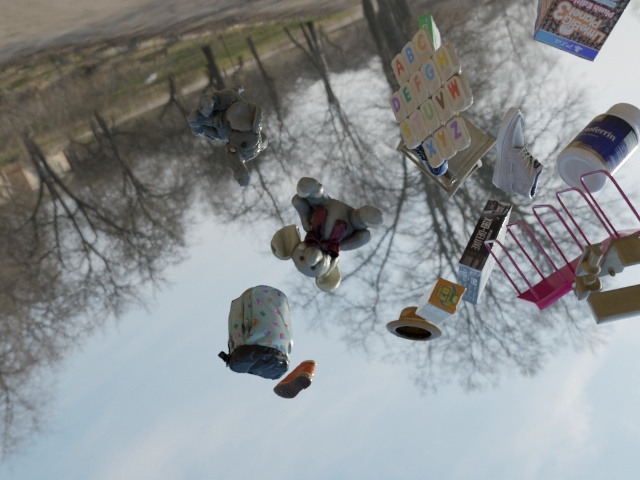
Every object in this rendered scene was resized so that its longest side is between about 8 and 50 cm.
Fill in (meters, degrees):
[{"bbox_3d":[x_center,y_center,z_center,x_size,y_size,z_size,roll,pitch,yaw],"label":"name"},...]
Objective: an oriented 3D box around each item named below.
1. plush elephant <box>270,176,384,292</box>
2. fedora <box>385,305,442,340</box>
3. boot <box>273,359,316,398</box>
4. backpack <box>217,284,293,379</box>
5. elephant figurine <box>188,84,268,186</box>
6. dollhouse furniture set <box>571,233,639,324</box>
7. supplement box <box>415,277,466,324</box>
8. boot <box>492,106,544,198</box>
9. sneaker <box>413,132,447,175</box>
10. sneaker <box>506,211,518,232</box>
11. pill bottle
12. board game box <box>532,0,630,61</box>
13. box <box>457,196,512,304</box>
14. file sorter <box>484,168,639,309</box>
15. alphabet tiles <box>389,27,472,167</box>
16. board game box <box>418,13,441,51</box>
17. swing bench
[{"bbox_3d":[0.000,0.000,1.981,0.255,0.272,0.330,-63,-179,-13],"label":"plush elephant"},{"bbox_3d":[0.301,0.261,2.102,0.194,0.194,0.079,-10,-121,39],"label":"fedora"},{"bbox_3d":[-0.070,0.397,1.887,0.158,0.059,0.084,-35,-162,35],"label":"boot"},{"bbox_3d":[-0.126,0.187,1.379,0.115,0.152,0.182,-33,-132,33],"label":"backpack"},{"bbox_3d":[-0.205,-0.274,1.693,0.186,0.239,0.169,-59,163,16],"label":"elephant figurine"},{"bbox_3d":[0.546,0.096,1.235,0.144,0.123,0.151,-12,-126,-1],"label":"dollhouse furniture set"},{"bbox_3d":[0.312,0.162,1.730,0.078,0.080,0.233,-63,176,-13],"label":"supplement box"},{"bbox_3d":[0.530,-0.224,1.720,0.123,0.258,0.095,28,-121,29],"label":"boot"},{"bbox_3d":[0.291,-0.279,1.895,0.090,0.232,0.081,-36,-156,-27],"label":"sneaker"},{"bbox_3d":[0.660,-0.050,2.404,0.134,0.051,0.070,-42,-179,-11],"label":"sneaker"},{"bbox_3d":[0.805,-0.268,1.871,0.264,0.153,0.153,-42,-159,-21],"label":"pill bottle"},{"bbox_3d":[0.587,-0.575,1.393,0.141,0.291,0.232,22,-135,2],"label":"board game box"},{"bbox_3d":[0.513,0.040,2.081,0.076,0.307,0.242,22,-110,19],"label":"box"},{"bbox_3d":[0.542,-0.005,1.478,0.290,0.182,0.202,-34,177,3],"label":"file sorter"},{"bbox_3d":[0.238,-0.311,1.466,0.021,0.278,0.284,-17,173,-21],"label":"alphabet tiles"},{"bbox_3d":[0.389,-0.583,2.256,0.046,0.317,0.213,-5,178,19],"label":"board game box"},{"bbox_3d":[0.392,-0.305,2.106,0.165,0.253,0.255,-46,169,-6],"label":"swing bench"}]
